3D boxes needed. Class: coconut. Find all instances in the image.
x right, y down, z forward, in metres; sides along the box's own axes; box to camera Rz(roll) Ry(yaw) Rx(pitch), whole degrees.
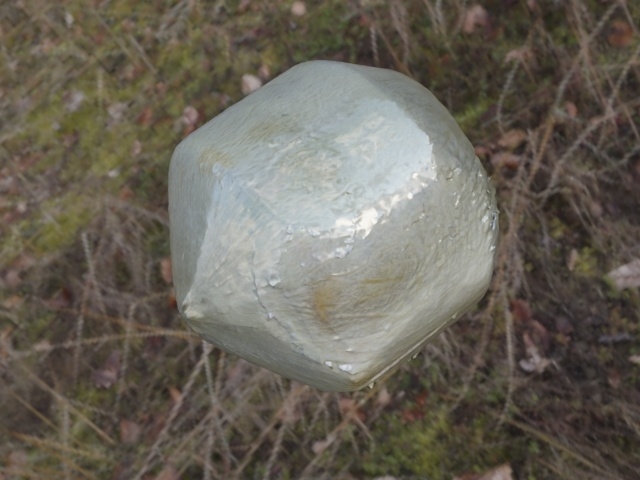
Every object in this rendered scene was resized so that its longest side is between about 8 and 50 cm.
[{"bbox_3d":[0.000,0.000,0.812,0.247,0.245,0.245,-38,36,-15],"label":"coconut"}]
